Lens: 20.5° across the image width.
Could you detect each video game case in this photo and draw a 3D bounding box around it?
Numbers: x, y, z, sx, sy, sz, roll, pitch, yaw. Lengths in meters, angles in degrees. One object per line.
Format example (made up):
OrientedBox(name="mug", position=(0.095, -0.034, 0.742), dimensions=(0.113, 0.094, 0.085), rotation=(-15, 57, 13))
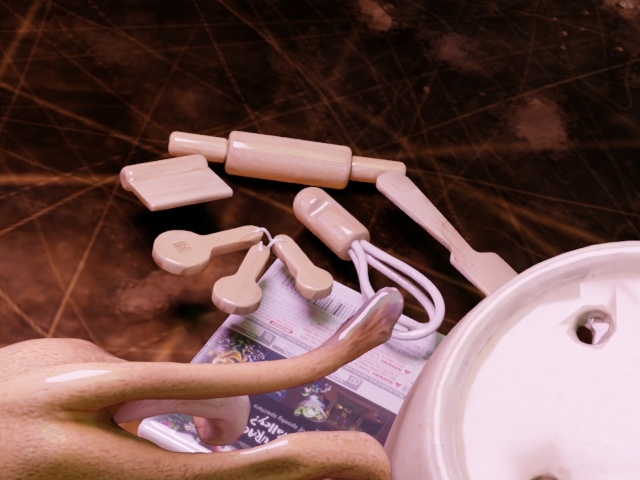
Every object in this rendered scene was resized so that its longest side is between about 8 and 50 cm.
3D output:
OrientedBox(name="video game case", position=(0.015, 0.104, 1.058), dimensions=(0.190, 0.022, 0.173), rotation=(26, 46, 14))

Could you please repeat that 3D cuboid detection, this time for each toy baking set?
OrientedBox(name="toy baking set", position=(-0.002, -0.004, 1.138), dimensions=(0.256, 0.030, 0.197), rotation=(5, 37, -10))

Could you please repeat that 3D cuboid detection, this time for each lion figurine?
OrientedBox(name="lion figurine", position=(-0.159, 0.130, 0.794), dimensions=(0.240, 0.392, 0.142), rotation=(18, 32, -42))

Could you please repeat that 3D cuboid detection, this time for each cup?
OrientedBox(name="cup", position=(0.157, 0.131, 0.820), dimensions=(0.331, 0.237, 0.331), rotation=(-9, 55, 13))
